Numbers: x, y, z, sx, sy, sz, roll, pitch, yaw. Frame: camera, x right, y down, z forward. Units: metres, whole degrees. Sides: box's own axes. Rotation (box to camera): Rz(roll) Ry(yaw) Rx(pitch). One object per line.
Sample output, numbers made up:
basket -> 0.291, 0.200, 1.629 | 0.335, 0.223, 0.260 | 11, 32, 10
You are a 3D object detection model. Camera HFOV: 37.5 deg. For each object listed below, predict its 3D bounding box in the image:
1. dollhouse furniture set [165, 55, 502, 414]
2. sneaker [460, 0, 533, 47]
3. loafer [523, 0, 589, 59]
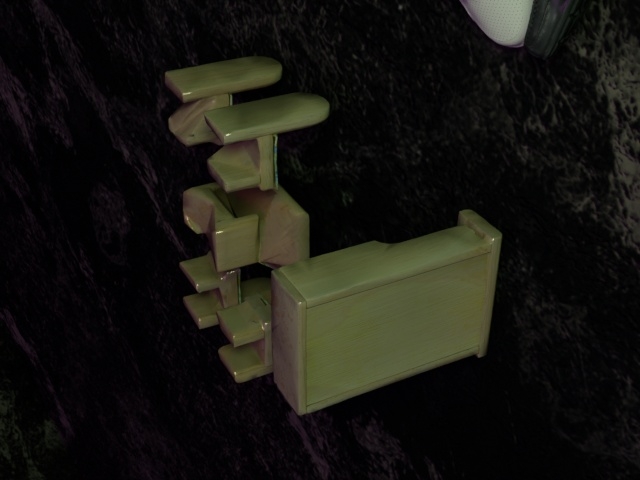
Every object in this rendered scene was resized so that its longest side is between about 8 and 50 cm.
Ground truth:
dollhouse furniture set -> 0.000, 0.000, 1.173 | 0.394, 0.256, 0.362 | 46, 144, 49
sneaker -> 0.098, -0.289, 0.862 | 0.108, 0.169, 0.292 | -14, 108, 51
loafer -> 0.214, -0.270, 0.824 | 0.078, 0.076, 0.223 | 24, 125, 18
